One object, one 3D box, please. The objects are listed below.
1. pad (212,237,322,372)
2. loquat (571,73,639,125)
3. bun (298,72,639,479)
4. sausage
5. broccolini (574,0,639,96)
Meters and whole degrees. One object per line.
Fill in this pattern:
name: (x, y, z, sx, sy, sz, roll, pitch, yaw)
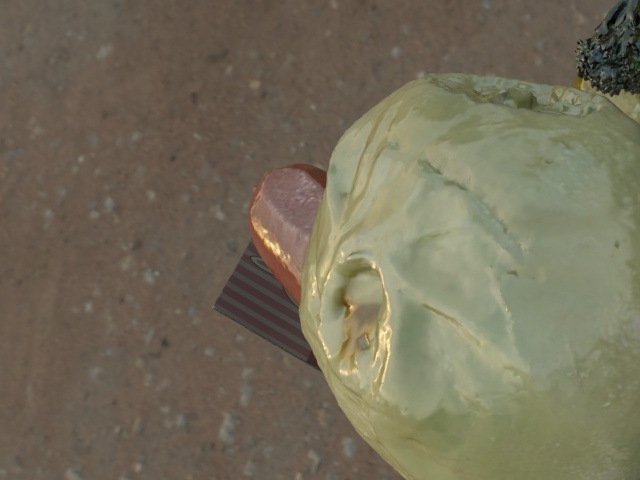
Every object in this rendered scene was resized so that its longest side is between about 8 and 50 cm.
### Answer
pad: (-0.018, 0.056, 1.803, 0.005, 0.202, 0.299, -57, 3, 38)
loquat: (0.443, -0.169, 1.713, 0.214, 0.246, 0.213, -4, 49, 5)
bun: (0.101, 0.040, 0.958, 0.364, 0.202, 0.364, 3, 94, 58)
sausage: (0.000, 0.000, 1.524, 0.148, 0.148, 0.254, -54, 46, 6)
broccolini: (0.305, -0.232, 1.223, 0.091, 0.068, 0.202, 3, 67, 47)
